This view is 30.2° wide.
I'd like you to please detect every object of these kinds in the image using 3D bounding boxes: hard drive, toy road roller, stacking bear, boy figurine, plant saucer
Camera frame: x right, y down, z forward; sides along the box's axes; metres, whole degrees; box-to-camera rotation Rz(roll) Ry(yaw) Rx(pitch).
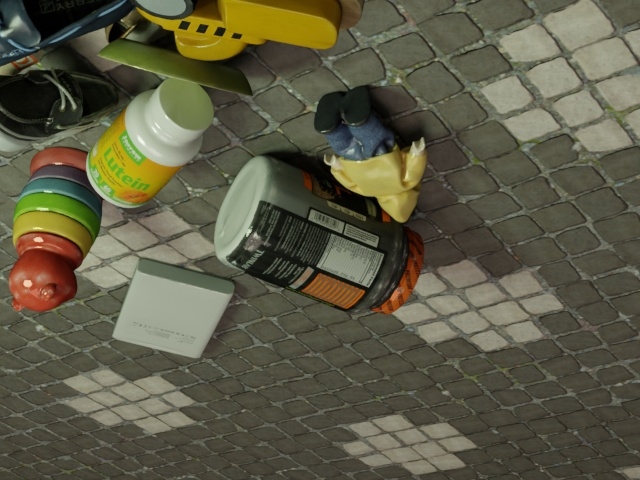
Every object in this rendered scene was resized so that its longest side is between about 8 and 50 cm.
[{"bbox_3d":[-0.318,0.150,2.523,0.203,0.040,0.307,15,145,-11],"label":"hard drive"},{"bbox_3d":[-0.097,-0.352,1.608,0.329,0.203,0.241,11,159,4],"label":"toy road roller"},{"bbox_3d":[-0.469,-0.006,2.096,0.175,0.289,0.164,-15,140,30],"label":"stacking bear"},{"bbox_3d":[0.103,-0.134,1.980,0.177,0.092,0.285,-12,142,26],"label":"boy figurine"},{"bbox_3d":[-0.214,-0.265,1.788,0.240,0.037,0.241,14,-173,-2],"label":"plant saucer"}]

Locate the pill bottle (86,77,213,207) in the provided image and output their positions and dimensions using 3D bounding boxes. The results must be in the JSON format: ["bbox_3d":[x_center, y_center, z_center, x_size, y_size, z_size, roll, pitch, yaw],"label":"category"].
[{"bbox_3d":[-0.279,-0.165,1.962,0.136,0.136,0.245,25,142,-24],"label":"pill bottle"}]

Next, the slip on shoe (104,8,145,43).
[{"bbox_3d":[-0.285,-0.342,1.785,0.051,0.041,0.135,30,140,-30],"label":"slip on shoe"}]

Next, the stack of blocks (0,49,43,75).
[{"bbox_3d":[-0.574,-0.358,1.774,0.171,0.087,0.297,-18,139,32],"label":"stack of blocks"}]

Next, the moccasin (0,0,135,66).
[{"bbox_3d":[-0.420,-0.329,1.665,0.342,0.138,0.117,-25,-172,-10],"label":"moccasin"}]

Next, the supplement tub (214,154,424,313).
[{"bbox_3d":[0.000,0.000,2.093,0.338,0.207,0.207,23,143,-22],"label":"supplement tub"}]

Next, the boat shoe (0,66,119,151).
[{"bbox_3d":[-0.424,-0.221,1.828,0.119,0.335,0.121,-28,92,19],"label":"boat shoe"}]
